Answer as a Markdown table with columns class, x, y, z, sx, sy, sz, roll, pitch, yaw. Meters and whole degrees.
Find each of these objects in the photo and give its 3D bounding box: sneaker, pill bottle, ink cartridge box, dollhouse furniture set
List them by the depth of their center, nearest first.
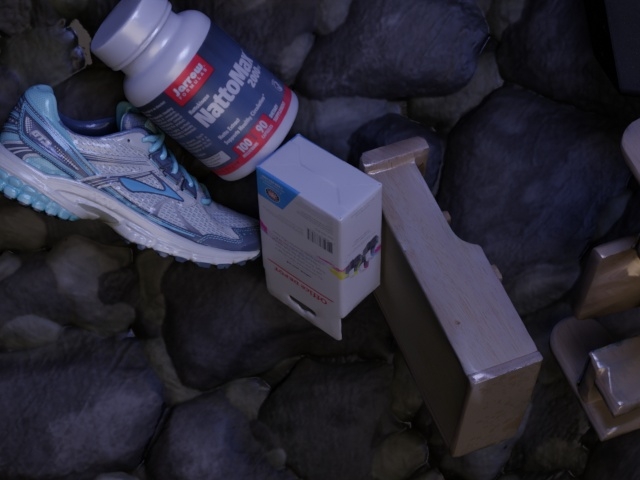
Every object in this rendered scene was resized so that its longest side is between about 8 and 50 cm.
| class | x | y | z | sx | sy | sz | roll | pitch | yaw |
| --- | --- | --- | --- | --- | --- | --- | --- | --- | --- |
| pill bottle | -0.118 | -0.148 | 1.260 | 0.180 | 0.108 | 0.108 | 39 | 99 | -24 |
| sneaker | -0.168 | -0.060 | 1.289 | 0.283 | 0.110 | 0.122 | 19 | 98 | -23 |
| ink cartridge box | 0.000 | 0.000 | 1.293 | 0.061 | 0.104 | 0.181 | -41 | 150 | -29 |
| dollhouse furniture set | 0.260 | 0.008 | 1.326 | 0.394 | 0.256 | 0.362 | -18 | 149 | -13 |

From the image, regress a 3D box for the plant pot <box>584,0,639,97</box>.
| class | x | y | z | sx | sy | sz | roll | pitch | yaw |
| --- | --- | --- | --- | --- | --- | --- | --- | --- | --- |
| plant pot | 0.342 | -0.234 | 1.300 | 0.167 | 0.188 | 0.187 | -13 | 115 | 6 |
